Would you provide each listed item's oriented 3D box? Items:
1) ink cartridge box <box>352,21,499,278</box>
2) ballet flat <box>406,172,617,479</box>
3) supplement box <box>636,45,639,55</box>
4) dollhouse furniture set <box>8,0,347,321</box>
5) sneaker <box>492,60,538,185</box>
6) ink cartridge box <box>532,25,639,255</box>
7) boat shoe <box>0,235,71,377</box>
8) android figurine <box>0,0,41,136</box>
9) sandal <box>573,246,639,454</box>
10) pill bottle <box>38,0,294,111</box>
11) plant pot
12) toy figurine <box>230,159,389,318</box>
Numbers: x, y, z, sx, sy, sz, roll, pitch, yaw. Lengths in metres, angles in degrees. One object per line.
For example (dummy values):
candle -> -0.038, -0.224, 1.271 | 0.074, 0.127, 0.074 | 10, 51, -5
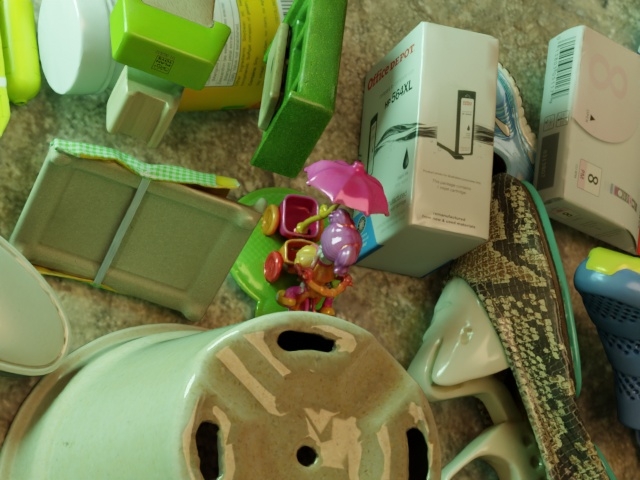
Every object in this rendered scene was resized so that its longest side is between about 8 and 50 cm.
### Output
ink cartridge box -> 0.097, -0.083, 1.774 | 0.086, 0.148, 0.203 | 11, 70, -19
ballet flat -> 0.182, 0.181, 1.741 | 0.182, 0.164, 0.483 | -16, 85, -15
supplement box -> 0.463, -0.236, 1.992 | 0.220, 0.114, 0.111 | -26, 61, -30
dollhouse furniture set -> -0.129, -0.093, 1.628 | 0.197, 0.301, 0.151 | 19, 43, -15
sneaker -> 0.165, -0.115, 1.865 | 0.073, 0.063, 0.162 | -27, 87, -25
ink cartridge box -> 0.317, -0.087, 1.900 | 0.232, 0.066, 0.189 | 20, 67, -30
boat shoe -> -0.365, 0.016, 1.575 | 0.335, 0.095, 0.112 | 30, 67, -20
android figurine -> -0.363, -0.163, 1.637 | 0.248, 0.056, 0.273 | -3, 74, -26
sandal -> 0.329, 0.126, 1.794 | 0.138, 0.126, 0.317 | -53, 128, -13
pill bottle -> -0.123, -0.185, 1.702 | 0.245, 0.136, 0.136 | -4, 77, -29
plant pot -> -0.066, 0.198, 1.526 | 0.333, 0.305, 0.334 | 7, 73, -23
toy figurine -> 0.000, 0.000, 1.686 | 0.130, 0.159, 0.173 | 9, 63, -23
